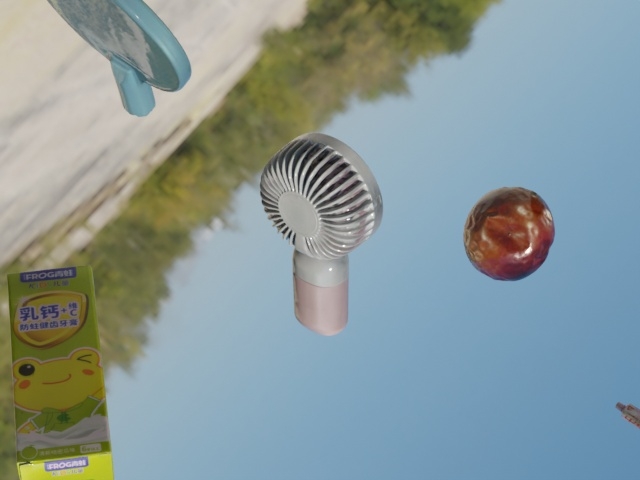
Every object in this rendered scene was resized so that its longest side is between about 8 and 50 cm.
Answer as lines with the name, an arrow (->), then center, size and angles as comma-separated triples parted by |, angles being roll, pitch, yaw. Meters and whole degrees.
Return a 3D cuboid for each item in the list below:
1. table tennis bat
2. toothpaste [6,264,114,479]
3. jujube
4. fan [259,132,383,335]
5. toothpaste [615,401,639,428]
table tennis bat -> -0.231, -0.227, 1.681 | 0.044, 0.215, 0.329 | -54, 166, -14
toothpaste -> -0.317, 0.168, 1.810 | 0.327, 0.110, 0.077 | -105, -168, -46
jujube -> 0.332, -0.009, 2.609 | 0.168, 0.168, 0.236 | -47, 169, 4
fan -> 0.000, 0.000, 1.584 | 0.074, 0.130, 0.244 | -40, 143, -38
toothpaste -> 0.563, 0.318, 2.487 | 0.028, 0.170, 0.045 | -18, 132, -46
